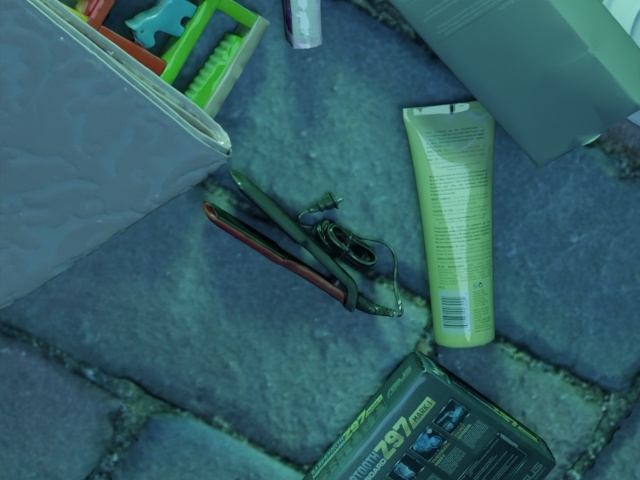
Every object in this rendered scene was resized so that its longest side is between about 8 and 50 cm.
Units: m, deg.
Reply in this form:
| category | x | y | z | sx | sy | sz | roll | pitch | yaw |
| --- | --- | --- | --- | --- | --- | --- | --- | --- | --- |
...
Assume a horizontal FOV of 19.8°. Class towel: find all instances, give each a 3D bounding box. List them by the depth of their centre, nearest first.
| category | x | y | z | sx | sy | sz | roll | pitch | yaw |
| --- | --- | --- | --- | --- | --- | --- | --- | --- | --- |
| towel | -0.298 | -0.079 | 1.590 | 0.332 | 0.053 | 0.317 | -31 | 132 | 23 |

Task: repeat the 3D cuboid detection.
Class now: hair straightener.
| category | x | y | z | sx | sy | sz | roll | pitch | yaw |
| --- | --- | --- | --- | --- | --- | --- | --- | --- | --- |
| hair straightener | 0.000 | 0.000 | 1.766 | 0.230 | 0.047 | 0.089 | 35 | 100 | -20 |

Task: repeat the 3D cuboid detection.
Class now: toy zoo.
| category | x | y | z | sx | sy | sz | roll | pitch | yaw |
| --- | --- | --- | --- | --- | --- | --- | --- | --- | --- |
| toy zoo | -0.207 | -0.181 | 1.623 | 0.293 | 0.030 | 0.192 | 29 | 95 | -33 |

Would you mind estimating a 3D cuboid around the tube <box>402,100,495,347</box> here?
| category | x | y | z | sx | sy | sz | roll | pitch | yaw |
| --- | --- | --- | --- | --- | --- | --- | --- | --- | --- |
| tube | 0.134 | -0.017 | 1.785 | 0.070 | 0.062 | 0.240 | -24 | 114 | -47 |

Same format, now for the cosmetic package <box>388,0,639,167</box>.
| category | x | y | z | sx | sy | sz | roll | pitch | yaw |
| --- | --- | --- | --- | --- | --- | --- | --- | --- | --- |
| cosmetic package | 0.182 | -0.196 | 1.682 | 0.127 | 0.107 | 0.238 | -29 | 119 | 30 |

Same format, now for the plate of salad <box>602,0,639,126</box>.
| category | x | y | z | sx | sy | sz | roll | pitch | yaw |
| --- | --- | --- | --- | --- | --- | --- | --- | --- | --- |
| plate of salad | 0.356 | -0.197 | 1.762 | 0.200 | 0.048 | 0.200 | -3 | 112 | -6 |

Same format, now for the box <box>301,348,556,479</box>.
| category | x | y | z | sx | sy | sz | roll | pitch | yaw |
| --- | --- | --- | --- | --- | --- | --- | --- | --- | --- |
| box | 0.096 | 0.252 | 1.867 | 0.183 | 0.059 | 0.232 | 35 | 100 | -20 |

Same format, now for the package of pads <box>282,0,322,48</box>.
| category | x | y | z | sx | sy | sz | roll | pitch | yaw |
| --- | --- | --- | --- | --- | --- | --- | --- | --- | --- |
| package of pads | -0.018 | -0.220 | 1.682 | 0.032 | 0.050 | 0.083 | -7 | 110 | -8 |
